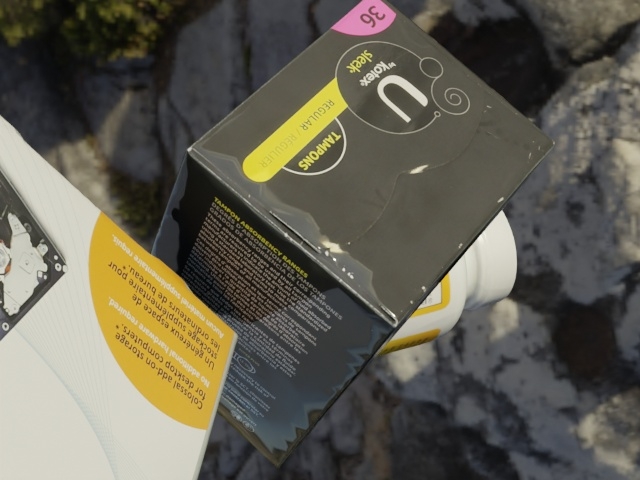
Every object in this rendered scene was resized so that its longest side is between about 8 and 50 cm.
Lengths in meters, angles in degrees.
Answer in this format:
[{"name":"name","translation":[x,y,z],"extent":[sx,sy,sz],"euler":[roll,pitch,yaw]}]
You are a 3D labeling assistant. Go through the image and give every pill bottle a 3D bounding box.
[{"name":"pill bottle","translation":[0.029,0.025,0.836],"extent":[0.117,0.208,0.118],"euler":[44,140,52]}]

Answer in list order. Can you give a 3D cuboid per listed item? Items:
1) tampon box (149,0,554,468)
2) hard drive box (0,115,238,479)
[{"name":"tampon box","translation":[0.000,0.000,0.511],"extent":[0.101,0.120,0.161],"euler":[41,146,5]},{"name":"hard drive box","translation":[-0.137,0.083,0.375],"extent":[0.089,0.181,0.232],"euler":[-17,43,34]}]
